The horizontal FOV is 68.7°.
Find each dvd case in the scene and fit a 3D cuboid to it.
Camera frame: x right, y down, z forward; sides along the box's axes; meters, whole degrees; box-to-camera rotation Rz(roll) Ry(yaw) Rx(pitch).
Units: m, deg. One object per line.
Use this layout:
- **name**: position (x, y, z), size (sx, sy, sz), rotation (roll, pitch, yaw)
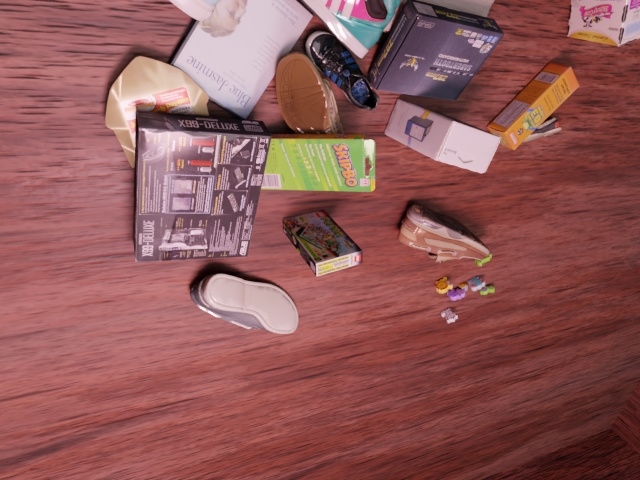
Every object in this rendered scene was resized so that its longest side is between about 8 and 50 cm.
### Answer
- **dvd case**: position (-0.151, -0.378, 0.888), size (0.180, 0.022, 0.253), rotation (27, 105, -37)

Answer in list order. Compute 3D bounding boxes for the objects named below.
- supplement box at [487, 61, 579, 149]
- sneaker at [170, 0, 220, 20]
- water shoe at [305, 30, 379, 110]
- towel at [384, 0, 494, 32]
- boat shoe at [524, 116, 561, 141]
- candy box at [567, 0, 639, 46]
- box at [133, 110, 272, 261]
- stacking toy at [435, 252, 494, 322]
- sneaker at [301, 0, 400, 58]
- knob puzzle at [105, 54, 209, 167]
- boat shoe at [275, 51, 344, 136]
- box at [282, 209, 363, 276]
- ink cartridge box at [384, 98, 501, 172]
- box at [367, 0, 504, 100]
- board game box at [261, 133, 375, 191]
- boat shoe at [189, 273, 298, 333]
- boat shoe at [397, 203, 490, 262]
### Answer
- **supplement box**: position (0.557, -0.352, 1.231), size (0.233, 0.080, 0.078), rotation (-45, 126, 7)
- **sneaker**: position (-0.268, -0.496, 0.671), size (0.150, 0.135, 0.366), rotation (-39, 142, 22)
- **water shoe**: position (0.055, -0.352, 0.972), size (0.203, 0.080, 0.073), rotation (35, 99, -38)
- **towel**: position (0.251, -0.511, 0.995), size (0.283, 0.049, 0.187), rotation (4, 119, -30)
- **boat shoe**: position (0.609, -0.310, 1.306), size (0.137, 0.049, 0.043), rotation (-18, 83, -14)
- **candy box**: position (0.671, -0.590, 1.088), size (0.071, 0.159, 0.233), rotation (-24, 127, -10)
- **box**: position (-0.248, -0.097, 0.951), size (0.243, 0.076, 0.307), rotation (-3, 129, -25)
- **stacking toy**: position (0.478, 0.157, 1.524), size (0.221, 0.052, 0.166), rotation (-28, 128, -10)
- **sneaker**: position (0.045, -0.483, 0.839), size (0.178, 0.123, 0.296), rotation (-42, 138, 20)
- **knob puzzle**: position (-0.306, -0.250, 0.880), size (0.213, 0.030, 0.213), rotation (-12, 126, -17)
- **boat shoe**: position (-0.013, -0.266, 0.997), size (0.105, 0.089, 0.285), rotation (-8, 129, 18)
- **box**: position (0.000, 0.000, 1.083), size (0.114, 0.207, 0.036), rotation (-15, 125, -19)
- **ink cartridge box**: position (0.273, -0.240, 1.068), size (0.155, 0.212, 0.093), rotation (7, 115, -30)
- **box**: position (0.244, -0.398, 1.004), size (0.233, 0.059, 0.183), rotation (-1, 148, -26)
- **board game box**: position (-0.013, -0.165, 0.998), size (0.260, 0.039, 0.124), rotation (4, 128, 11)
- **boat shoe**: position (-0.185, 0.164, 1.184), size (0.099, 0.116, 0.320), rotation (-14, 150, 37)
- **boat shoe**: position (0.345, 0.000, 1.327), size (0.325, 0.123, 0.116), rotation (21, 115, -28)
